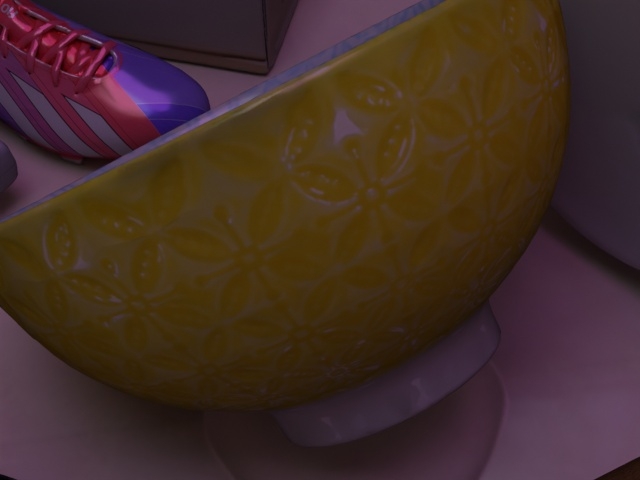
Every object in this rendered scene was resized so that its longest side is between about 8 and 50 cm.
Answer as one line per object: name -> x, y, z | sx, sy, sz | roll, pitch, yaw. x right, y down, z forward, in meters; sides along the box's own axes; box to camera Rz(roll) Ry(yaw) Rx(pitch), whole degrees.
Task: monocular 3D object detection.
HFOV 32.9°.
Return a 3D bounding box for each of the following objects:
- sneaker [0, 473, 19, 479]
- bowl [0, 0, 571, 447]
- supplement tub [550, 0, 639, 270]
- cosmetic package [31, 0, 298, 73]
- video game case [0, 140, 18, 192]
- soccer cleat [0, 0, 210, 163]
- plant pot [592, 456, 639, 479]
sneaker -> -0.160, 0.172, 0.446 | 0.077, 0.072, 0.178 | 16, 58, 0
bowl -> 0.000, 0.000, 0.506 | 0.289, 0.289, 0.156 | -32, 101, -23
supplement tub -> 0.268, -0.145, 0.589 | 0.325, 0.235, 0.235 | -36, 59, -25
cosmetic package -> -0.165, -0.226, 0.737 | 0.309, 0.113, 0.160 | 11, 52, 10
video game case -> -0.392, -0.014, 0.606 | 0.300, 0.036, 0.329 | 32, 61, 23
soccer cleat -> -0.184, -0.118, 0.661 | 0.248, 0.095, 0.083 | 20, 54, 16
plant pot -> 0.156, 0.164, 0.371 | 0.254, 0.237, 0.237 | -15, 50, 10
